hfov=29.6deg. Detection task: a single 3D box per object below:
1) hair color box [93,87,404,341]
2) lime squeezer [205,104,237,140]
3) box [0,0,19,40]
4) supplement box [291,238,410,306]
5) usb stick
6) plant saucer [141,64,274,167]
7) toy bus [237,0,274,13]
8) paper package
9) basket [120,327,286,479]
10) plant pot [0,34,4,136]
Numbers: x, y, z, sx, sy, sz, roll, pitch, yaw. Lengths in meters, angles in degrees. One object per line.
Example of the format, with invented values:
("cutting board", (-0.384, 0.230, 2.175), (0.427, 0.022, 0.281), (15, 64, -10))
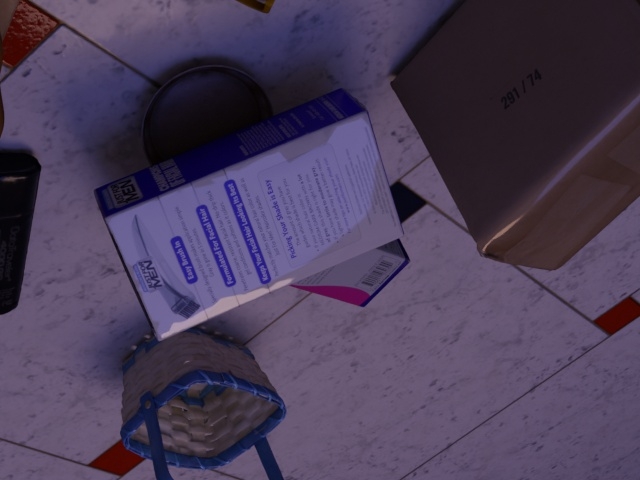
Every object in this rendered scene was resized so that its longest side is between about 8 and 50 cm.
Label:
("hair color box", (-0.086, -0.034, 1.498), (0.339, 0.110, 0.185), (-23, 119, -9))
("lime squeezer", (-0.185, -0.048, 1.601), (0.110, 0.059, 0.310), (-4, 137, -23))
("box", (-0.411, -0.267, 1.252), (0.201, 0.021, 0.164), (6, 134, -34))
("supplement box", (0.000, 0.000, 1.706), (0.220, 0.114, 0.111), (18, 126, -42))
("usb stick", (-0.409, -0.003, 1.549), (0.077, 0.045, 0.278), (-9, 140, -29))
("plant saucer", (-0.141, -0.143, 1.501), (0.168, 0.029, 0.168), (-10, 122, -16))
("toy bus", (-0.056, -0.342, 1.277), (0.202, 0.191, 0.104), (-19, -175, -5))
("paper package", (0.284, -0.182, 1.474), (0.168, 0.309, 0.325), (15, 129, -42))
("basket", (-0.165, 0.281, 1.808), (0.201, 0.289, 0.255), (-45, 135, 18))
("plant pot", (-0.409, -0.159, 1.226), (0.205, 0.205, 0.188), (-19, 160, -5))
